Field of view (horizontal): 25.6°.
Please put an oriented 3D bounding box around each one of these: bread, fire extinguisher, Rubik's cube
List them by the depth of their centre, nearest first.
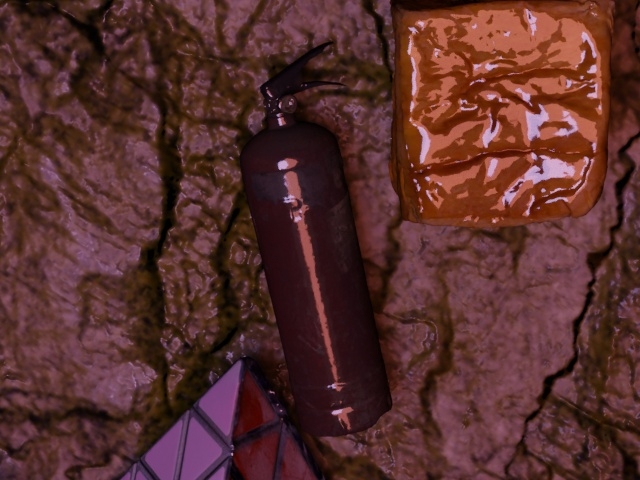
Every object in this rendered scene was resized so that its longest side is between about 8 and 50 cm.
[{"bbox_3d":[0.113,-0.093,0.918,0.149,0.158,0.143,-2,107,7],"label":"bread"},{"bbox_3d":[0.000,0.000,0.995,0.089,0.072,0.267,-18,106,-20],"label":"fire extinguisher"},{"bbox_3d":[-0.099,0.176,1.040,0.178,0.211,0.190,-2,95,32],"label":"Rubik's cube"}]
